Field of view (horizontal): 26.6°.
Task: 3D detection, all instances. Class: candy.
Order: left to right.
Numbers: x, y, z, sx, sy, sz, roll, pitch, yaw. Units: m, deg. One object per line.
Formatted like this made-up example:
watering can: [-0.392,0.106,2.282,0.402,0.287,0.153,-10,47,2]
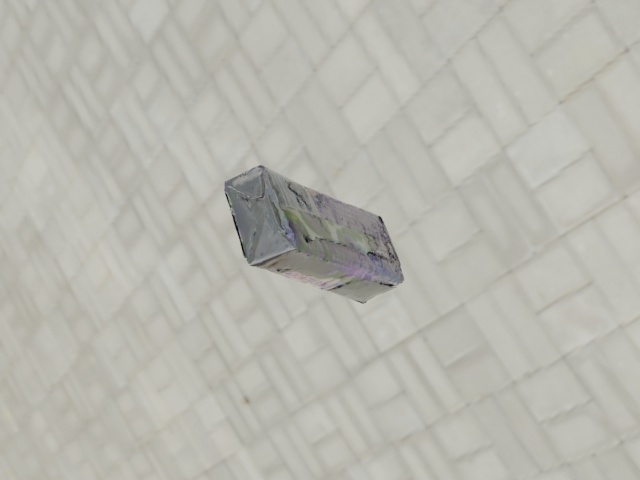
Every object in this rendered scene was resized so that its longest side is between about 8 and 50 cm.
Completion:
candy: [0.000,0.000,1.326,0.061,0.312,0.088,-26,73,17]
